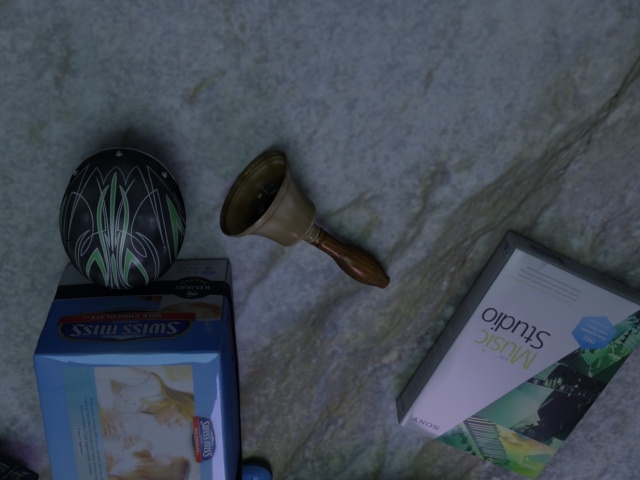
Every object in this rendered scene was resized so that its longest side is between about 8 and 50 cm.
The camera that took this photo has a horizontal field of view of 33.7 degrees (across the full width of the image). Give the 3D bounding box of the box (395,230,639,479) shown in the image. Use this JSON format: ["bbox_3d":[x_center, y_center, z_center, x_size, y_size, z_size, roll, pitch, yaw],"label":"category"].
[{"bbox_3d":[0.281,0.168,1.471,0.232,0.058,0.322,24,116,-12],"label":"box"}]

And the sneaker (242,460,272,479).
[{"bbox_3d":[-0.162,0.401,1.575,0.209,0.082,0.069,-28,113,11],"label":"sneaker"}]

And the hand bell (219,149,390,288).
[{"bbox_3d":[0.000,0.000,1.370,0.242,0.126,0.126,35,112,-30],"label":"hand bell"}]

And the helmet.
[{"bbox_3d":[-0.242,-0.025,1.298,0.169,0.161,0.169,0,86,-3],"label":"helmet"}]

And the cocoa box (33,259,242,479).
[{"bbox_3d":[-0.226,0.229,1.400,0.231,0.228,0.347,-1,118,0],"label":"cocoa box"}]

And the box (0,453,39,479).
[{"bbox_3d":[-0.524,0.400,1.550,0.183,0.059,0.233,26,117,8],"label":"box"}]
